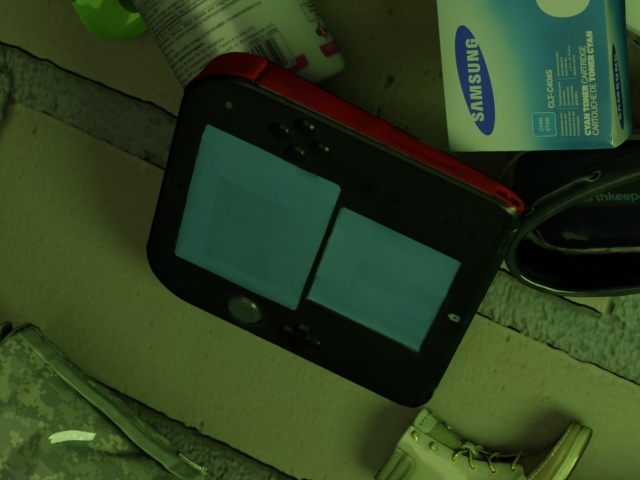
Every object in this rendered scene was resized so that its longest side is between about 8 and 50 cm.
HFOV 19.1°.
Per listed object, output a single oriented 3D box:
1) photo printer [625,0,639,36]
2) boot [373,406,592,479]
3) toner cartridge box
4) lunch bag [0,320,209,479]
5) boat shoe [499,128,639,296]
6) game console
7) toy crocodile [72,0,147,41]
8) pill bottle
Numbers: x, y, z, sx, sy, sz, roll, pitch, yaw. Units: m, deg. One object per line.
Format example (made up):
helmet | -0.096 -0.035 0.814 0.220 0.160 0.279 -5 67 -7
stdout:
photo printer | 0.360 -0.303 1.783 0.307 0.107 0.256 32 113 10
boot | 0.169 0.230 2.002 0.165 0.077 0.213 43 116 8
toner cartridge box | 0.192 -0.259 1.759 0.165 0.075 0.348 0 105 24
lunch bag | -0.297 0.269 2.109 0.305 0.212 0.256 41 114 6
boat shoe | 0.398 -0.032 1.784 0.500 0.156 0.187 -6 124 24
game console | 0.000 0.000 1.901 0.342 0.060 0.386 29 145 6
toy crocodile | -0.272 -0.368 2.002 0.105 0.115 0.340 -18 98 19
pill bottle | -0.109 -0.258 1.941 0.160 0.160 0.283 -29 91 24
